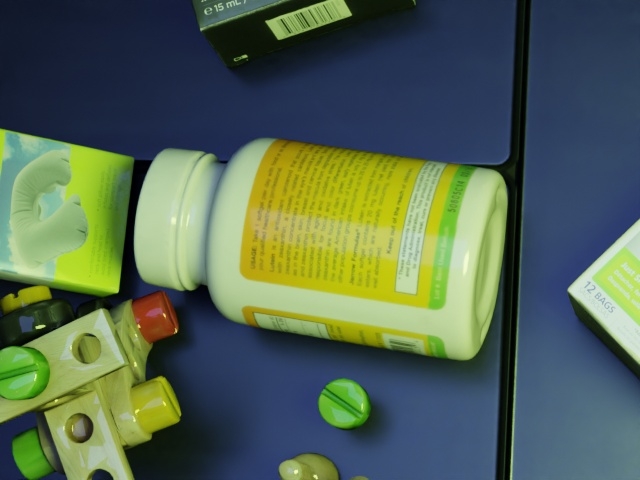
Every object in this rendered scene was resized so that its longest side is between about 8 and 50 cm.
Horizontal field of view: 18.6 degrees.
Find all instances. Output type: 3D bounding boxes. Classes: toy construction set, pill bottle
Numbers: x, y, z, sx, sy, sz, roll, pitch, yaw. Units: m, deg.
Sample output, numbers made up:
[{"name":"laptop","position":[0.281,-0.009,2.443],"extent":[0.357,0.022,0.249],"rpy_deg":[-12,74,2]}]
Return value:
[{"name":"toy construction set","position":[-0.112,0.145,1.321],"extent":[0.309,0.237,0.257],"rpy_deg":[2,78,12]},{"name":"pill bottle","position":[0.000,0.000,1.382],"extent":[0.246,0.136,0.136],"rpy_deg":[9,80,13]}]

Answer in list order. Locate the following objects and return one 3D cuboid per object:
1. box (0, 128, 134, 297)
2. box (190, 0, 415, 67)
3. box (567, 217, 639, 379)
[{"name":"box","position":[-0.231,-0.026,1.435],"extent":[0.178,0.042,0.109],"rpy_deg":[11,77,-25]},{"name":"box","position":[-0.029,-0.236,1.465],"extent":[0.156,0.093,0.158],"rpy_deg":[-18,74,7]},{"name":"box","position":[0.282,0.011,1.340],"extent":[0.203,0.103,0.114],"rpy_deg":[-43,74,0]}]
